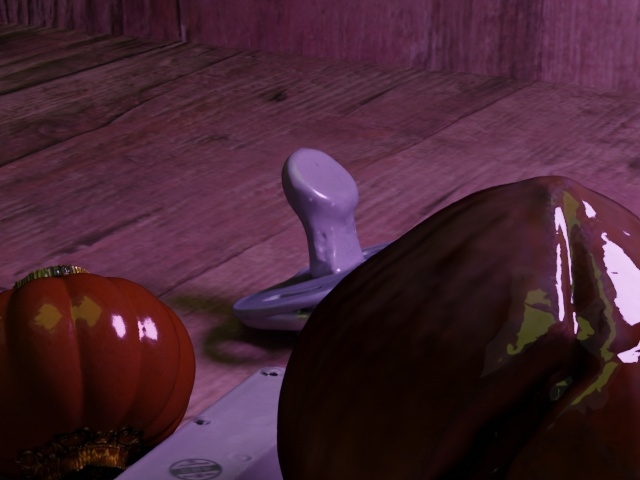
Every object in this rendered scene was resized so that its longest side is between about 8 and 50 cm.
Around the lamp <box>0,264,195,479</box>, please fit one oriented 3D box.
[{"bbox_3d":[-0.218,0.122,1.330,0.223,0.223,0.196,-6,62,-16],"label":"lamp"}]

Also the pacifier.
[{"bbox_3d":[0.000,0.000,1.695,0.227,0.207,0.279,-8,10,37],"label":"pacifier"}]

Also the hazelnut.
[{"bbox_3d":[0.140,0.140,1.103,0.359,0.359,0.409,-4,10,-11],"label":"hazelnut"}]

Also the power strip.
[{"bbox_3d":[-0.094,0.202,1.307,0.091,0.062,0.385,9,20,23],"label":"power strip"}]
